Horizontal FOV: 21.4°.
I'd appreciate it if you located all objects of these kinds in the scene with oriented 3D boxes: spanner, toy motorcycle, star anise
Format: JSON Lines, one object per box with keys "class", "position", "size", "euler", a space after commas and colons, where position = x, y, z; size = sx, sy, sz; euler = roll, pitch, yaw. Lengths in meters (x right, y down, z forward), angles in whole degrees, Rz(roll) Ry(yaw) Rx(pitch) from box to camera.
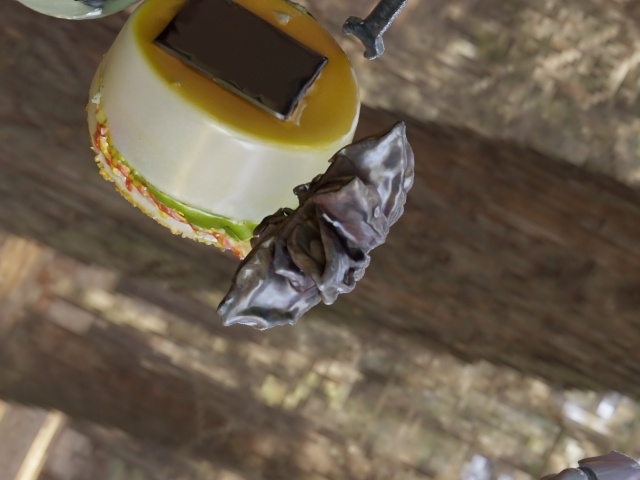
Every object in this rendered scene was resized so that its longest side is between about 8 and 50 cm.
{"class": "spanner", "position": [0.071, -0.235, 1.670], "size": [0.015, 0.054, 0.254], "euler": [-45, -179, -19]}
{"class": "toy motorcycle", "position": [0.246, 0.271, 1.665], "size": [0.225, 0.152, 0.073], "euler": [-33, -127, 8]}
{"class": "star anise", "position": [0.000, 0.000, 1.335], "size": [0.209, 0.089, 0.231], "euler": [-45, -178, -10]}

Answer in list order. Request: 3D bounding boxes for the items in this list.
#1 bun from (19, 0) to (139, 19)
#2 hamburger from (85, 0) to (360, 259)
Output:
{"class": "bun", "position": [-0.229, -0.371, 1.657], "size": [0.293, 0.293, 0.187], "euler": [-61, 171, 32]}
{"class": "hamburger", "position": [-0.100, -0.123, 1.708], "size": [0.179, 0.276, 0.294], "euler": [-59, -178, 43]}
